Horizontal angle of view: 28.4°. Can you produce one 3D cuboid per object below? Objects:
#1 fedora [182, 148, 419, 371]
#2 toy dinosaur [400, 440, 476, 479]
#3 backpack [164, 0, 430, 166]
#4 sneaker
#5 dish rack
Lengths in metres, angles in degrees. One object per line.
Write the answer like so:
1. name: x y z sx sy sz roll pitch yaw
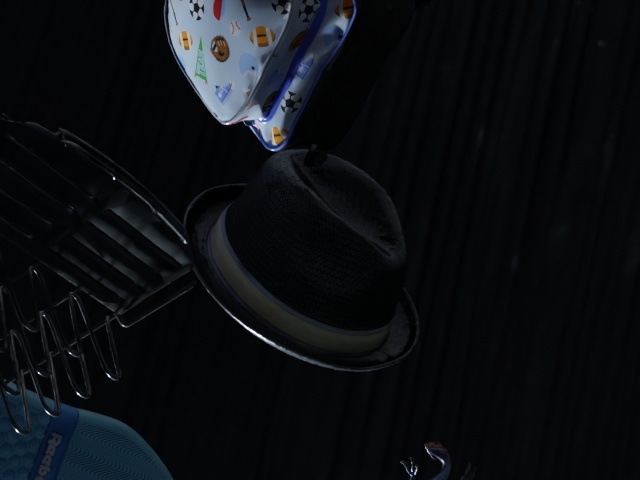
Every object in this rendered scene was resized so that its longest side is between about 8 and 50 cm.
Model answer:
1. fedora: 0.000 0.000 1.541 0.334 0.334 0.152 19 123 -15
2. toy dinosaur: 0.069 0.184 0.912 0.047 0.090 0.082 38 -151 10
3. backpack: -0.052 -0.257 1.402 0.213 0.263 0.276 0 135 -42
4. sneaker: -0.267 0.175 0.995 0.208 0.127 0.319 -7 141 49
5. dish rack: -0.205 0.052 0.696 0.271 0.074 0.208 -32 143 12
